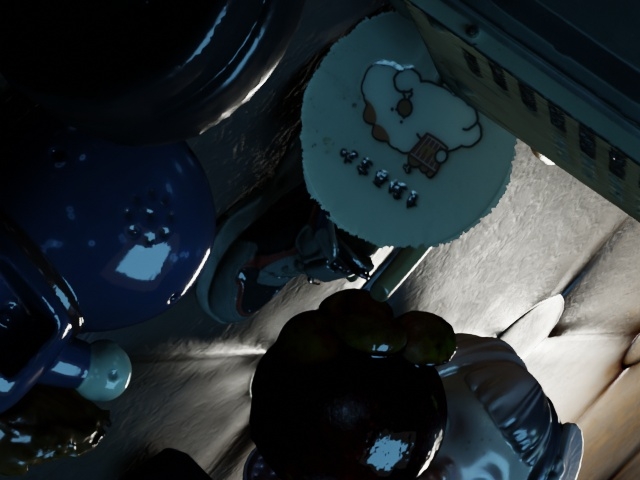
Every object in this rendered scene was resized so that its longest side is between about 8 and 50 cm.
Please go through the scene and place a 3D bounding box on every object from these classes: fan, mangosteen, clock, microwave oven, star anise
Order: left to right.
[{"bbox_3d":[-0.296,0.152,1.090,0.346,0.148,0.237,-30,153,-47],"label":"star anise"},{"bbox_3d":[-0.175,0.015,1.008,0.243,0.199,0.146,-43,-160,-20],"label":"clock"},{"bbox_3d":[0.028,0.155,1.534,0.210,0.210,0.210,-33,154,-18],"label":"mangosteen"},{"bbox_3d":[0.106,-0.143,1.253,0.329,0.191,0.009,-59,-159,-7],"label":"fan"},{"bbox_3d":[0.254,-0.235,1.050,0.394,0.247,0.333,-54,166,1],"label":"microwave oven"}]

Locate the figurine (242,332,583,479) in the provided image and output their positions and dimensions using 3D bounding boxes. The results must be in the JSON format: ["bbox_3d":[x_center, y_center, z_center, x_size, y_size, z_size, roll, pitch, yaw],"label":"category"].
[{"bbox_3d":[0.089,0.243,1.738,0.361,0.211,0.253,-35,112,-8],"label":"figurine"}]

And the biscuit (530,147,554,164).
[{"bbox_3d":[0.292,-0.157,1.581,0.212,0.036,0.212,-34,155,-19],"label":"biscuit"}]

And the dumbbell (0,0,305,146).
[{"bbox_3d":[-0.143,-0.160,0.758,0.185,0.185,0.388,-47,154,11],"label":"dumbbell"}]

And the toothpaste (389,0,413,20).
[{"bbox_3d":[0.043,-0.215,1.107,0.069,0.047,0.268,-31,156,9],"label":"toothpaste"}]

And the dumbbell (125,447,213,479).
[{"bbox_3d":[-0.218,0.348,1.529,0.325,0.160,0.144,-35,123,-14],"label":"dumbbell"}]

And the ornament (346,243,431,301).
[{"bbox_3d":[0.124,-0.091,1.386,0.245,0.061,0.230,-49,168,-35],"label":"ornament"}]

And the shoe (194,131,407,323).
[{"bbox_3d":[0.000,0.000,1.303,0.227,0.125,0.099,-52,157,17],"label":"shoe"}]
